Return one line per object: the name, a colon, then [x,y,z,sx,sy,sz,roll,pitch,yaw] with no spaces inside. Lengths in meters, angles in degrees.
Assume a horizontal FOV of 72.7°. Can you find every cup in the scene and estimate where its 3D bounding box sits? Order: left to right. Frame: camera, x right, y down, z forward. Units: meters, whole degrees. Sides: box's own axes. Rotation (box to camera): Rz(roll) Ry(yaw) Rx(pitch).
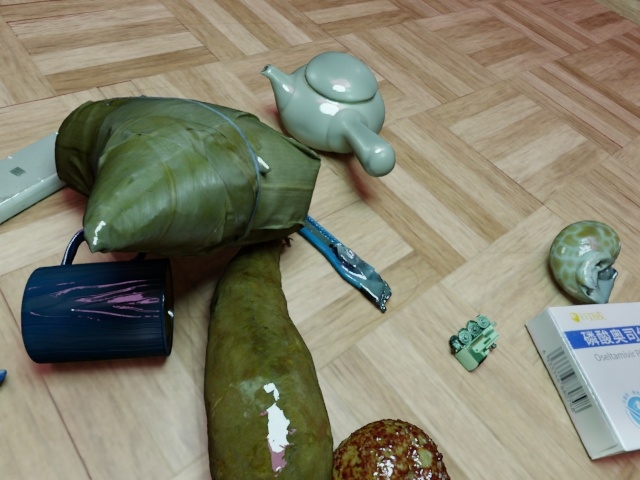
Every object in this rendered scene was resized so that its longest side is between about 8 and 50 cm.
cup: [-0.248,0.068,0.507,0.138,0.113,0.150,-1,42,-14]

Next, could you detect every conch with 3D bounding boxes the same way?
conch: [0.439,0.028,0.729,0.116,0.106,0.172,25,66,-24]

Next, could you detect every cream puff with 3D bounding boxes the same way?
cream puff: [0.079,0.261,0.456,0.149,0.084,0.148,6,53,-9]

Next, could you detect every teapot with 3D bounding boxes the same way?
teapot: [0.055,-0.229,0.797,0.220,0.149,0.318,-31,65,-31]

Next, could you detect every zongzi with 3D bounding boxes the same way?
zongzi: [-0.226,-0.080,0.486,0.357,0.174,0.393,14,16,16]

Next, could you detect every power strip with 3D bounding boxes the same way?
power strip: [-0.428,-0.094,0.635,0.082,0.035,0.192,32,51,10]

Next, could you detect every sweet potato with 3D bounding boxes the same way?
sweet potato: [-0.069,0.129,0.504,0.131,0.130,0.422,1,42,-14]

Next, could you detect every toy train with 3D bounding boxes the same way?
toy train: [0.223,0.143,0.622,0.083,0.033,0.053,-27,68,-31]

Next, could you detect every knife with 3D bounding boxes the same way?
knife: [0.000,-0.001,0.681,0.297,0.026,0.044,41,65,17]

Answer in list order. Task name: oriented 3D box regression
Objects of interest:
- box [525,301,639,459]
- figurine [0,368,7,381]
box: [0.501,0.187,0.638,0.344,0.065,0.200,0,52,-15]
figurine: [-0.424,0.184,0.370,0.164,0.120,0.262,33,23,-20]
